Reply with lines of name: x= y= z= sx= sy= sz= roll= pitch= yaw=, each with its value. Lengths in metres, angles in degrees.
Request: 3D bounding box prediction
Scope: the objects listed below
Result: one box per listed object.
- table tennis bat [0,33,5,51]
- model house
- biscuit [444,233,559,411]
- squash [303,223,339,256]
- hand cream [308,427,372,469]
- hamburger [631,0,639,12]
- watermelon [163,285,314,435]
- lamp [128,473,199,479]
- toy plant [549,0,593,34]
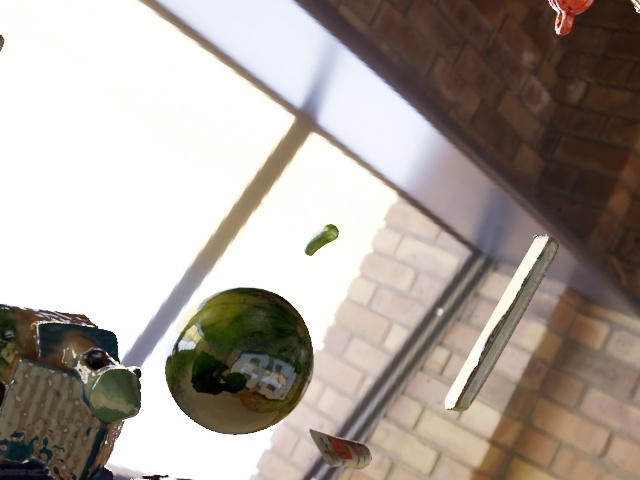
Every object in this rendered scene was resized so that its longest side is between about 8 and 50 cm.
table tennis bat: x=-0.542 y=-0.303 z=1.213 sx=0.247 sy=0.138 sz=0.022 roll=19 pitch=170 yaw=-2
model house: x=-0.356 y=0.264 z=1.133 sx=0.245 sy=0.312 sz=0.280 roll=17 pitch=-171 yaw=-42
biscuit: x=0.289 y=0.135 z=1.454 sx=0.038 sy=0.322 sz=0.099 roll=29 pitch=177 yaw=1
squash: x=-0.001 y=-0.001 z=1.249 sx=0.027 sy=0.027 sz=0.089 roll=29 pitch=148 yaw=-18
hand cream: x=0.041 y=0.395 z=1.697 sx=0.080 sy=0.050 sz=0.234 roll=56 pitch=-171 yaw=27
hamburger: x=0.534 y=-0.381 z=1.276 sx=0.277 sy=0.195 sz=0.318 roll=37 pitch=-155 yaw=-42
watermelon: x=-0.129 y=0.192 z=1.458 sx=0.242 sy=0.242 sz=0.242 roll=27 pitch=176 yaw=2
lamp: x=-0.173 y=0.383 z=0.954 sx=0.303 sy=0.303 sz=0.257 roll=30 pitch=-151 yaw=-29
toy plant: x=0.289 y=-0.356 z=0.966 sx=0.088 sy=0.240 sz=0.154 roll=10 pitch=166 yaw=-5
